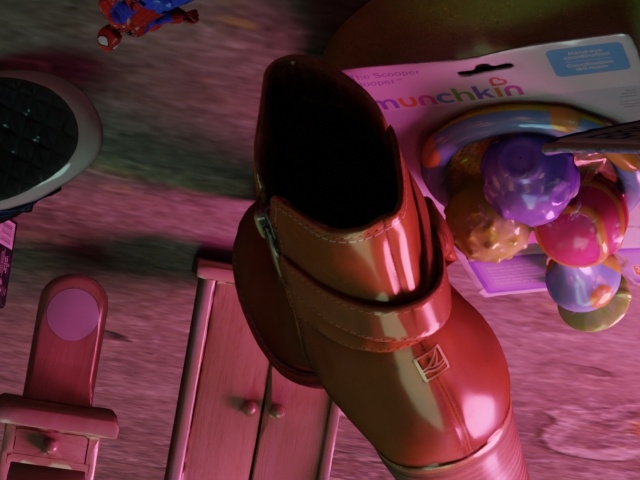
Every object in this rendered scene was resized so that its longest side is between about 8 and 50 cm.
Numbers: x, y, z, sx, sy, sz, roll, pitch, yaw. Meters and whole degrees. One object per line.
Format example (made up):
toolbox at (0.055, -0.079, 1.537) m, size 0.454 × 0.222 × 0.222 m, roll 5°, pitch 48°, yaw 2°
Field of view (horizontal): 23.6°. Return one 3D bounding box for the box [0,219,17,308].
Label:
box at (-0.243, 0.011, 0.969) m, size 0.083 × 0.062 × 0.052 m, roll -8°, pitch 154°, yaw 26°

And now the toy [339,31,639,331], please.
toy at (0.112, -0.011, 0.767) m, size 0.137 × 0.056 × 0.237 m, roll -6°, pitch 153°, yaw 22°

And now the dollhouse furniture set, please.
dollhouse furniture set at (-0.032, 0.108, 0.847) m, size 0.303 × 0.173 × 0.355 m, roll 9°, pitch -179°, yaw -9°

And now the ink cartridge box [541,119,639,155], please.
ink cartridge box at (0.296, -0.015, 0.549) m, size 0.330 × 0.071 × 0.324 m, roll 2°, pitch -171°, yaw 34°

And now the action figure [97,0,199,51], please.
action figure at (-0.073, -0.114, 0.706) m, size 0.038 × 0.030 × 0.115 m, roll 16°, pitch 156°, yaw -32°

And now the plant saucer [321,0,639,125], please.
plant saucer at (0.118, -0.059, 0.774) m, size 0.241 × 0.037 × 0.241 m, roll 4°, pitch 156°, yaw 2°

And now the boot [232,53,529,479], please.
boot at (0.000, 0.000, 0.766) m, size 0.109 × 0.283 × 0.220 m, roll -26°, pitch 130°, yaw -2°

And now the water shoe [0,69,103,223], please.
water shoe at (-0.183, -0.046, 0.851) m, size 0.203 × 0.073 × 0.080 m, roll -15°, pitch 175°, yaw 36°
